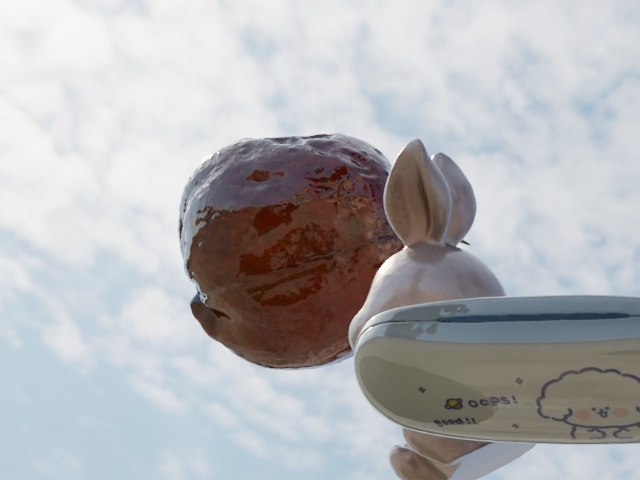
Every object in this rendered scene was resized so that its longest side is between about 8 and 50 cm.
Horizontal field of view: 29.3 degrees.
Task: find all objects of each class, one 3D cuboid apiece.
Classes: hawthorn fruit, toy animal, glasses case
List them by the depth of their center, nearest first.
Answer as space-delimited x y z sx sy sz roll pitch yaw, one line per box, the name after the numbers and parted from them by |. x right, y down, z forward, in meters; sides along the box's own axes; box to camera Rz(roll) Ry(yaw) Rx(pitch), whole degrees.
0.111 0.064 0.607 0.197 0.049 0.076 -2 -49 23 | glasses case
0.071 0.048 0.788 0.124 0.124 0.212 -51 -130 51 | toy animal
-0.023 0.005 1.264 0.262 0.258 0.258 -36 -73 22 | hawthorn fruit
